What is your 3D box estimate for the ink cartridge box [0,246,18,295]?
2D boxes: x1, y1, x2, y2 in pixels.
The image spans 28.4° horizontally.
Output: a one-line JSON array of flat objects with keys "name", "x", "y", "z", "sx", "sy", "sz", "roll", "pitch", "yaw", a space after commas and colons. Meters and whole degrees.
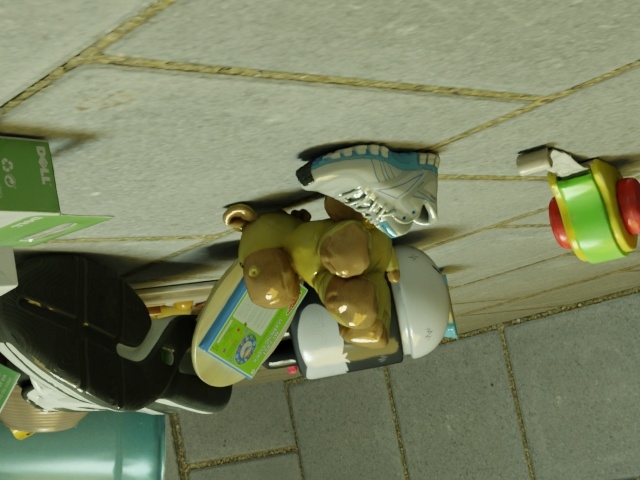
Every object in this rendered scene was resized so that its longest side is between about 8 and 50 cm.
[{"name": "ink cartridge box", "x": -0.394, "y": 0.041, "z": 1.243, "sx": 0.115, "sy": 0.067, "sz": 0.198, "roll": -3, "pitch": 166, "yaw": -39}]

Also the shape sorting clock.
[{"name": "shape sorting clock", "x": -0.092, "y": 0.093, "z": 1.613, "sx": 0.040, "sy": 0.206, "sz": 0.206, "roll": 28, "pitch": -165, "yaw": 33}]

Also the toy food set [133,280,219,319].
[{"name": "toy food set", "x": -0.239, "y": 0.132, "z": 1.883, "sx": 0.306, "sy": 0.092, "sz": 0.220, "roll": -6, "pitch": 169, "yaw": -28}]

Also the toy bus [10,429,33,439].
[{"name": "toy bus", "x": -0.448, "y": 0.259, "z": 2.139, "sx": 0.202, "sy": 0.104, "sz": 0.191, "roll": -36, "pitch": 168, "yaw": 37}]

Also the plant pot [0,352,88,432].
[{"name": "plant pot", "x": -0.431, "y": 0.227, "z": 1.945, "sx": 0.237, "sy": 0.109, "sz": 0.237, "roll": 4, "pitch": -172, "yaw": -1}]

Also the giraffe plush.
[{"name": "giraffe plush", "x": -0.014, "y": 0.013, "z": 1.344, "sx": 0.170, "sy": 0.181, "sz": 0.210, "roll": -3, "pitch": -153, "yaw": 13}]

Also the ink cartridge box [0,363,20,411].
[{"name": "ink cartridge box", "x": -0.461, "y": 0.148, "z": 1.418, "sx": 0.212, "sy": 0.093, "sz": 0.154, "roll": 29, "pitch": 158, "yaw": -12}]

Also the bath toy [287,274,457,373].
[{"name": "bath toy", "x": 0.060, "y": 0.146, "z": 2.212, "sx": 0.348, "sy": 0.129, "sz": 0.151, "roll": -12, "pitch": 171, "yaw": 9}]

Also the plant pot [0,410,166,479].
[{"name": "plant pot", "x": -0.485, "y": 0.376, "z": 2.435, "sx": 0.334, "sy": 0.341, "sz": 0.341, "roll": 0, "pitch": 168, "yaw": -16}]

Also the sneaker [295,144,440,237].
[{"name": "sneaker", "x": 0.056, "y": -0.044, "z": 1.215, "sx": 0.191, "sy": 0.083, "sz": 0.071, "roll": 0, "pitch": 167, "yaw": -45}]

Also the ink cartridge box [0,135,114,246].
[{"name": "ink cartridge box", "x": -0.270, "y": -0.035, "z": 0.944, "sx": 0.109, "sy": 0.062, "sz": 0.209, "roll": -18, "pitch": 169, "yaw": 36}]

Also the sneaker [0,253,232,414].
[{"name": "sneaker", "x": -0.320, "y": 0.151, "z": 1.552, "sx": 0.257, "sy": 0.169, "sz": 0.447, "roll": -12, "pitch": 159, "yaw": 23}]

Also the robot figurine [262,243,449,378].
[{"name": "robot figurine", "x": 0.042, "y": 0.098, "z": 1.784, "sx": 0.278, "sy": 0.173, "sz": 0.209, "roll": -11, "pitch": 174, "yaw": 1}]

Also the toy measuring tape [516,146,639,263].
[{"name": "toy measuring tape", "x": 0.309, "y": -0.034, "z": 1.473, "sx": 0.121, "sy": 0.121, "sz": 0.330, "roll": -16, "pitch": 169, "yaw": 26}]
